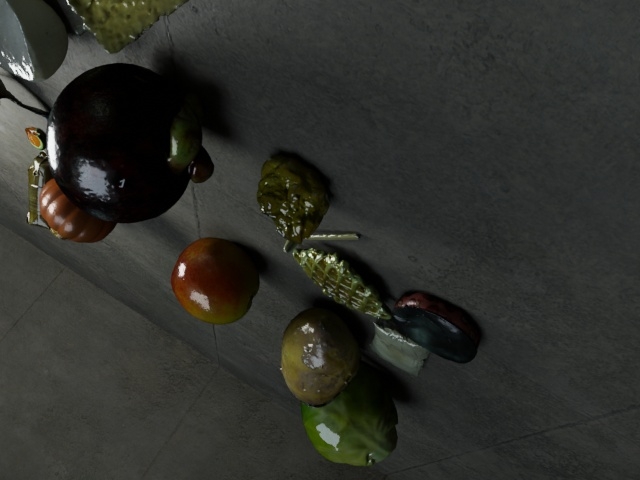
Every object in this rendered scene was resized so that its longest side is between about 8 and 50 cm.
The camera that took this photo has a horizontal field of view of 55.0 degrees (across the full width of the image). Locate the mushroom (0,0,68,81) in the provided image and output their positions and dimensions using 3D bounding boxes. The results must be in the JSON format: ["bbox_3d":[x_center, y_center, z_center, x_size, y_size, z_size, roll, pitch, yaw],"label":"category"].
[{"bbox_3d":[-0.646,-0.422,1.173,0.397,0.126,0.177,20,143,30],"label":"mushroom"}]

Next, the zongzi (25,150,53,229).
[{"bbox_3d":[-0.809,-0.188,1.900,0.111,0.241,0.247,14,117,-1],"label":"zongzi"}]

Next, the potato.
[{"bbox_3d":[0.000,0.282,1.583,0.229,0.229,0.266,25,151,20],"label":"potato"}]

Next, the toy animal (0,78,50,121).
[{"bbox_3d":[-0.791,-0.352,1.460,0.197,0.273,0.160,-23,84,68],"label":"toy animal"}]

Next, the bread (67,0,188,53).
[{"bbox_3d":[-0.278,-0.395,0.763,0.178,0.142,0.266,-27,124,17],"label":"bread"}]

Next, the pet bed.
[{"bbox_3d":[0.235,0.180,1.258,0.201,0.053,0.201,27,156,13],"label":"pet bed"}]

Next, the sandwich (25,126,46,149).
[{"bbox_3d":[-0.801,-0.290,1.742,0.069,0.026,0.101,37,153,3],"label":"sandwich"}]

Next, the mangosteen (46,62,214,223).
[{"bbox_3d":[-0.328,-0.168,1.078,0.288,0.288,0.288,28,156,14],"label":"mangosteen"}]

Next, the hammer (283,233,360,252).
[{"bbox_3d":[0.000,0.000,1.227,0.195,0.060,0.028,-1,138,47],"label":"hammer"}]

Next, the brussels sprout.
[{"bbox_3d":[0.094,0.489,1.781,0.268,0.344,0.344,-33,115,28],"label":"brussels sprout"}]

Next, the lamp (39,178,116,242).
[{"bbox_3d":[-0.688,-0.091,1.755,0.223,0.196,0.223,40,-166,-12],"label":"lamp"}]

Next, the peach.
[{"bbox_3d":[-0.268,0.102,1.573,0.231,0.231,0.231,28,156,14],"label":"peach"}]

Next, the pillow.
[{"bbox_3d":[0.187,0.255,1.467,0.148,0.050,0.229,32,159,15],"label":"pillow"}]

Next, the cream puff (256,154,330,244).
[{"bbox_3d":[-0.059,-0.070,1.093,0.146,0.116,0.146,27,158,12],"label":"cream puff"}]

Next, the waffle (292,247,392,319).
[{"bbox_3d":[0.045,0.091,1.333,0.208,0.054,0.214,45,160,-31],"label":"waffle"}]
